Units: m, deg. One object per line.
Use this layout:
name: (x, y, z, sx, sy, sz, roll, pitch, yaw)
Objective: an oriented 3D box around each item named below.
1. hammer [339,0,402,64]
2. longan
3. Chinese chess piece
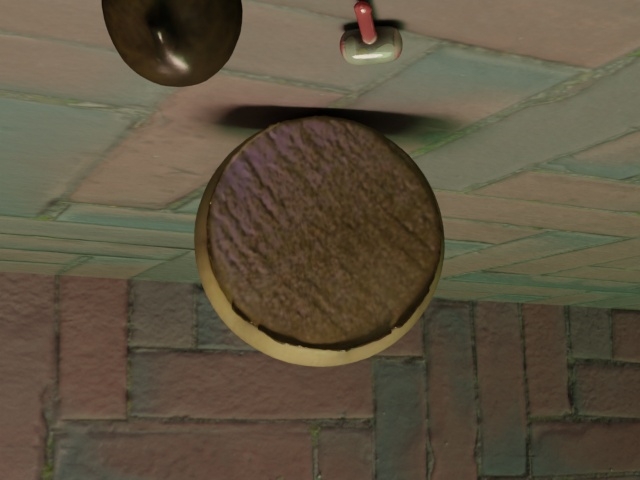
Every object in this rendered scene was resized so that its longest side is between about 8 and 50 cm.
hammer: (0.038, -0.169, 0.797, 0.052, 0.031, 0.083, -5, 163, 9)
longan: (-0.098, -0.154, 0.655, 0.092, 0.113, 0.113, -4, 170, -1)
Chinese chess piece: (0.000, 0.000, 1.061, 0.270, 0.270, 0.112, 2, 168, -9)
